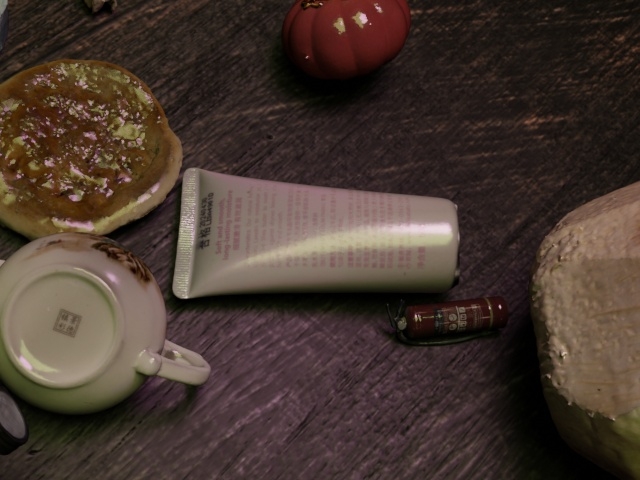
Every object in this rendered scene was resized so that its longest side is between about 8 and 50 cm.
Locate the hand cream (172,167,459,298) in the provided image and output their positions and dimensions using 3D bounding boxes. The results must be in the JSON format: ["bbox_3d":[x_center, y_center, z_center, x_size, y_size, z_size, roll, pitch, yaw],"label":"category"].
[{"bbox_3d":[0.000,0.000,1.318,0.359,0.118,0.185,3,64,-3],"label":"hand cream"}]

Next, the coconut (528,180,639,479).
[{"bbox_3d":[0.454,0.093,1.197,0.416,0.345,0.415,-4,81,24],"label":"coconut"}]

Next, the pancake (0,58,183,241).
[{"bbox_3d":[-0.311,-0.118,1.331,0.283,0.049,0.282,6,59,-10],"label":"pancake"}]

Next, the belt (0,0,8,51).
[{"bbox_3d":[-0.492,-0.282,1.356,0.151,0.078,0.198,42,60,12],"label":"belt"}]

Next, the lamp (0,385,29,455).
[{"bbox_3d":[-0.417,0.097,1.123,0.109,0.130,0.371,-35,64,0],"label":"lamp"}]

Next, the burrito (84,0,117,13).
[{"bbox_3d":[-0.326,-0.380,1.466,0.055,0.041,0.149,-24,70,-9],"label":"burrito"}]

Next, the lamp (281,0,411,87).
[{"bbox_3d":[0.037,-0.285,1.442,0.182,0.140,0.182,-16,28,9],"label":"lamp"}]

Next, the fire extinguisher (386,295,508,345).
[{"bbox_3d":[0.158,0.100,1.329,0.158,0.043,0.064,-5,107,-15],"label":"fire extinguisher"}]

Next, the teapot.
[{"bbox_3d":[-0.265,0.098,1.182,0.298,0.139,0.204,29,87,0],"label":"teapot"}]
